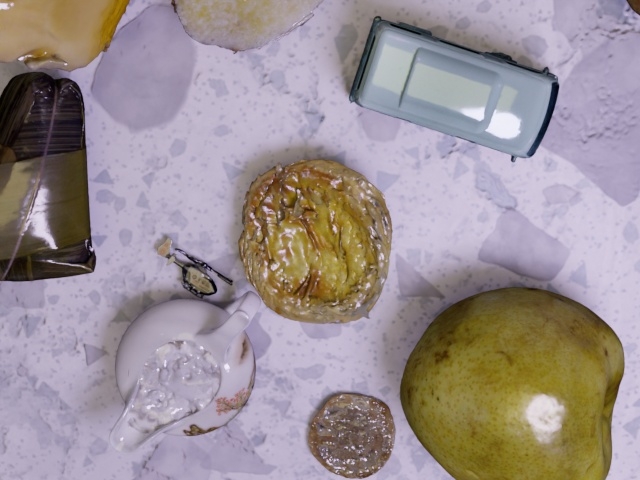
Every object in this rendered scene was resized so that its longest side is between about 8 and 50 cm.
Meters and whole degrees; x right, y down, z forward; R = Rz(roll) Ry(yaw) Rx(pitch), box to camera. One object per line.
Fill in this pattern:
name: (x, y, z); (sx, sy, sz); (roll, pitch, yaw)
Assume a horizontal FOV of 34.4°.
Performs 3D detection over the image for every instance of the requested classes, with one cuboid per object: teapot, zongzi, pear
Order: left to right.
zongzi: (-0.470, -0.078, 1.388); (0.317, 0.154, 0.289); (-7, 100, -30)
teapot: (-0.190, 0.179, 1.490); (0.204, 0.139, 0.298); (37, 102, -4)
pear: (0.258, 0.212, 1.408); (0.304, 0.304, 0.304); (0, 103, 2)

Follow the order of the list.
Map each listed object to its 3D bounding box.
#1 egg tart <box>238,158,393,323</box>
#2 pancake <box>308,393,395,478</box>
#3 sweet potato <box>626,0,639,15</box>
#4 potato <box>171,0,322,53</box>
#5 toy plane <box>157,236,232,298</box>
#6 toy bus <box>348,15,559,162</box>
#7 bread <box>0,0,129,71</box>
egg tart: (0.000, 0.000, 1.468); (0.232, 0.098, 0.252); (-26, 97, 14)
pancake: (0.048, 0.296, 1.565); (0.139, 0.022, 0.139); (0, 103, 2)
sweet potato: (0.496, -0.298, 1.400); (0.233, 0.062, 0.081); (37, 100, -9)
potato: (-0.081, -0.396, 1.343); (0.239, 0.116, 0.299); (4, 133, -30)
toy plane: (-0.189, 0.046, 1.515); (0.120, 0.031, 0.049); (34, 96, -8)
toy bus: (0.183, -0.199, 1.377); (0.271, 0.165, 0.133); (17, 102, -2)
bread: (-0.310, -0.408, 1.267); (0.250, 0.361, 0.394); (26, 101, -30)
